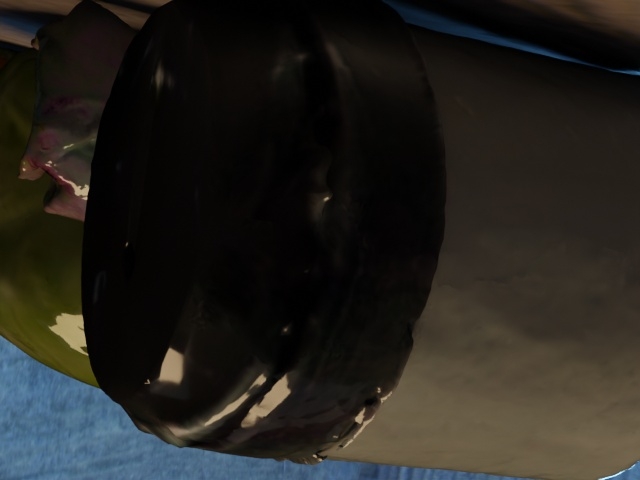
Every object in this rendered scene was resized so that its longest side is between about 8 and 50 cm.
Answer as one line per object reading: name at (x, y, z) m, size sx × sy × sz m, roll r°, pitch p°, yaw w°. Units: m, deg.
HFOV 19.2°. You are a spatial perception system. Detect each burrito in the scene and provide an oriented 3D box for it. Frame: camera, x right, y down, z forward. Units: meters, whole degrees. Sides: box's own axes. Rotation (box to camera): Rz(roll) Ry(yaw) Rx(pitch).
burrito at (-0.069, -0.054, 1.140) m, size 0.228 × 0.144 × 0.089 m, roll 13°, pitch 179°, yaw -29°

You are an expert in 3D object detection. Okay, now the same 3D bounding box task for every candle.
candle at (0.065, 0.005, 0.906) m, size 0.342 × 0.221 × 0.221 m, roll 9°, pitch 180°, yaw -28°

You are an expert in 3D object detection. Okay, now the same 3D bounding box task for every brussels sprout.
brussels sprout at (-0.120, -0.017, 1.335) m, size 0.328 × 0.247 × 0.328 m, roll 13°, pitch -163°, yaw -4°

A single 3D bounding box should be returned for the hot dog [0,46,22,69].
hot dog at (-0.271, -0.131, 1.560) m, size 0.235 × 0.062 × 0.092 m, roll 15°, pitch 178°, yaw -25°
